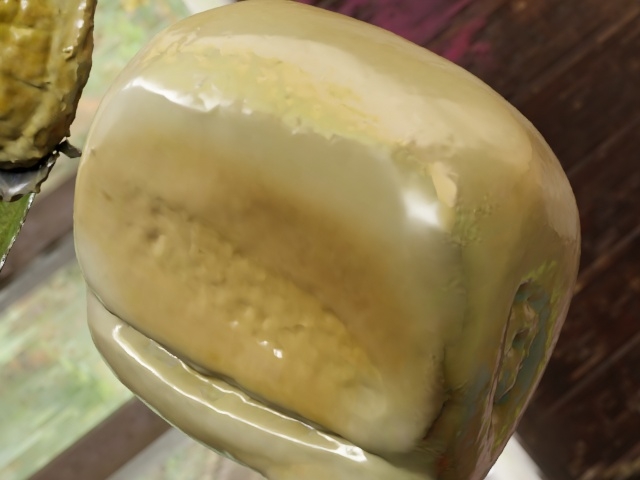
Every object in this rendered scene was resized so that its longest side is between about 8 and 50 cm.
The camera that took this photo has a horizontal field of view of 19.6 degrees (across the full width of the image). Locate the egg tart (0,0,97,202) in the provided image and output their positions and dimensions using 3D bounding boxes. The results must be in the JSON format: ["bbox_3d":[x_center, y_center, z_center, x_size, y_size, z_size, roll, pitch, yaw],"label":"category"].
[{"bbox_3d":[-0.211,-0.141,1.012,0.232,0.098,0.252,-48,62,45],"label":"egg tart"}]

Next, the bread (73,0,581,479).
[{"bbox_3d":[0.000,0.000,1.389,0.376,0.253,0.348,23,126,23],"label":"bread"}]

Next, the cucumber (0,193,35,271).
[{"bbox_3d":[-0.319,0.037,1.587,0.070,0.220,0.046,28,169,-33],"label":"cucumber"}]
